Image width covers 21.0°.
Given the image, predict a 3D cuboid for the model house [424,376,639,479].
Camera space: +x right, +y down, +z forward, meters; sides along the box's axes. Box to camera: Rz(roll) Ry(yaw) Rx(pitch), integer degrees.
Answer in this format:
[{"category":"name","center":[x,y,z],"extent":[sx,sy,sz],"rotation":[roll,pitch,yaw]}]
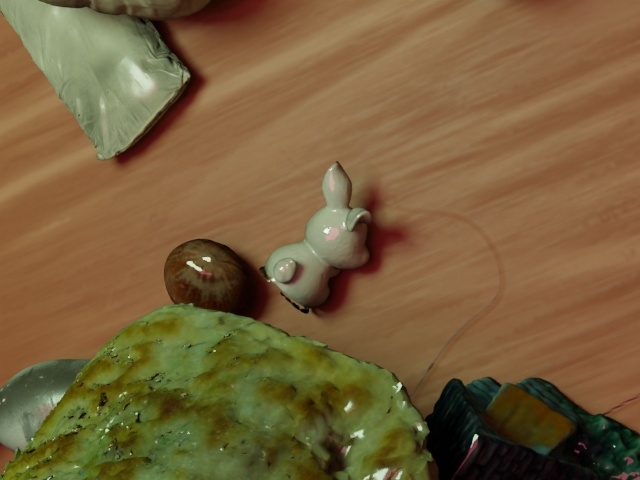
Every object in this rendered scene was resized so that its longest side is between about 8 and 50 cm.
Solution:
[{"category":"model house","center":[0.141,0.254,1.449],"extent":[0.226,0.241,0.261],"rotation":[34,100,21]}]

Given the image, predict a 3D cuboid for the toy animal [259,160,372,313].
[{"category":"toy animal","center":[0.003,0.002,1.600],"extent":[0.124,0.085,0.071],"rotation":[-43,57,9]}]

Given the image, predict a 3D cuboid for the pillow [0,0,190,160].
[{"category":"pillow","center":[-0.226,-0.200,1.707],"extent":[0.128,0.051,0.229],"rotation":[-38,74,13]}]

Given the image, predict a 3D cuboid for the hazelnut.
[{"category":"hazelnut","center":[-0.107,0.034,1.636],"extent":[0.086,0.086,0.086],"rotation":[-1,88,21]}]

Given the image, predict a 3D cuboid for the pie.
[{"category":"pie","center":[-0.102,0.223,1.351],"extent":[0.395,0.180,0.418],"rotation":[8,52,28]}]

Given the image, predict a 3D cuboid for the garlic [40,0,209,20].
[{"category":"garlic","center":[-0.191,-0.349,1.573],"extent":[0.317,0.259,0.317],"rotation":[-3,102,-13]}]

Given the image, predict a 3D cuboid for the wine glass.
[{"category":"wine glass","center":[-0.270,0.169,1.683],"extent":[0.222,0.103,0.103],"rotation":[-13,84,22]}]
